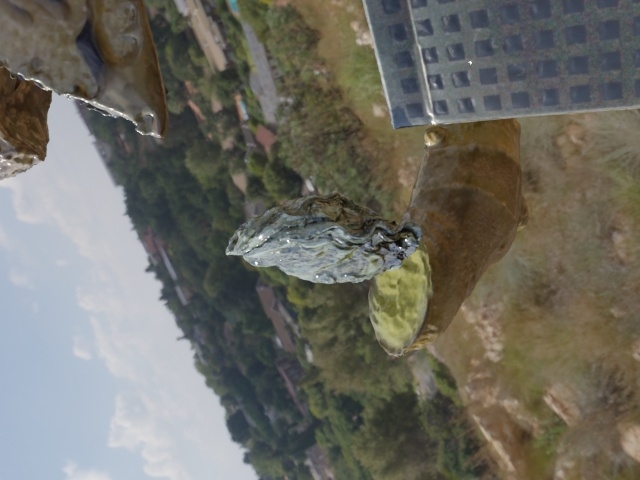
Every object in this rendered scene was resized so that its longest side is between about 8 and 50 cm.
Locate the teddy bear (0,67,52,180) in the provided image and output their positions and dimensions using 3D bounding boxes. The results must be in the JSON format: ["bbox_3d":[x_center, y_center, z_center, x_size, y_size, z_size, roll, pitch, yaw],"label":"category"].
[{"bbox_3d":[-0.516,-0.192,0.973,0.246,0.222,0.296,-36,-59,-81],"label":"teddy bear"}]

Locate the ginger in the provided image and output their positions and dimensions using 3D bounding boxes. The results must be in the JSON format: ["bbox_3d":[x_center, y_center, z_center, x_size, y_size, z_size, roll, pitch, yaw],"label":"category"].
[{"bbox_3d":[0.162,-0.018,0.814,0.190,0.354,0.126,38,165,-26],"label":"ginger"}]

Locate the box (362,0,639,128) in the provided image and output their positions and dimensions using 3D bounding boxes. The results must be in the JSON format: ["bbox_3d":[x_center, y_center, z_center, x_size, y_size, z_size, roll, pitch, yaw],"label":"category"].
[{"bbox_3d":[0.181,-0.171,0.419,0.324,0.047,0.180,1,125,30],"label":"box"}]

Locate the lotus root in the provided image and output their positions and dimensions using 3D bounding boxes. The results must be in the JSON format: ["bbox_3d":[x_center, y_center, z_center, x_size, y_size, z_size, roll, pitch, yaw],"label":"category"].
[{"bbox_3d":[-0.260,-0.224,0.666,0.074,0.260,0.170,-144,73,-83],"label":"lotus root"}]

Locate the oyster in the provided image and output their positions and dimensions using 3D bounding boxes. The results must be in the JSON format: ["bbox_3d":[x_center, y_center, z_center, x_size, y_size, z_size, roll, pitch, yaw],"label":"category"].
[{"bbox_3d":[0.000,0.000,0.602,0.125,0.177,0.064,100,176,-57],"label":"oyster"}]
